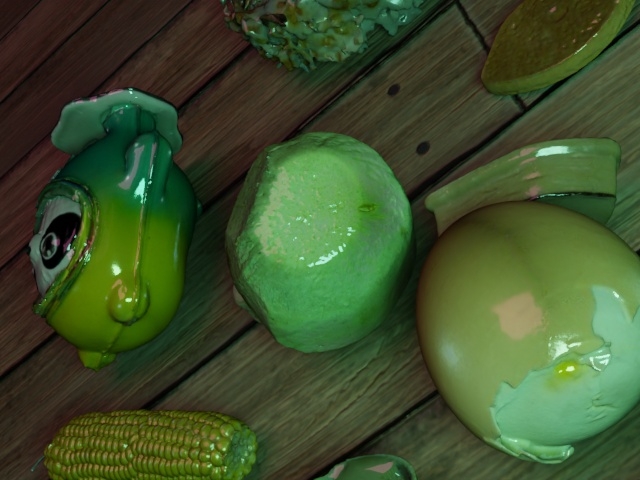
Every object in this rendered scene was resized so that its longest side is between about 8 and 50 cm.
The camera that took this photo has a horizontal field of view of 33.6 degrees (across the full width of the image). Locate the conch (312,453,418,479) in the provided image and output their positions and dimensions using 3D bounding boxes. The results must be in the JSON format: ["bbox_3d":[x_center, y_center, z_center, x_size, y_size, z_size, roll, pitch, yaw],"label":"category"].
[{"bbox_3d":[0.004,0.284,0.951,0.182,0.124,0.187,6,45,33],"label":"conch"}]

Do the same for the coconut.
[{"bbox_3d":[0.000,0.000,1.119,0.205,0.236,0.236,-27,40,-5],"label":"coconut"}]

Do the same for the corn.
[{"bbox_3d":[-0.202,0.243,1.213,0.305,0.106,0.106,-13,53,38],"label":"corn"}]

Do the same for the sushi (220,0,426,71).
[{"bbox_3d":[0.018,-0.415,1.446,0.418,0.176,0.417,-23,54,36],"label":"sushi"}]

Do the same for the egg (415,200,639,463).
[{"bbox_3d":[0.177,0.066,0.889,0.201,0.201,0.244,-46,37,9],"label":"egg"}]

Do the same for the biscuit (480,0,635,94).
[{"bbox_3d":[0.270,-0.241,1.169,0.220,0.029,0.142,-47,37,6],"label":"biscuit"}]

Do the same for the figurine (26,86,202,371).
[{"bbox_3d":[-0.267,-0.011,1.398,0.323,0.232,0.340,-45,40,51],"label":"figurine"}]

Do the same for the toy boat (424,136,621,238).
[{"bbox_3d":[0.204,-0.032,1.009,0.188,0.116,0.061,-27,49,32],"label":"toy boat"}]

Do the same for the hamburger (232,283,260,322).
[{"bbox_3d":[-0.062,0.039,1.273,0.084,0.054,0.121,8,64,52],"label":"hamburger"}]
